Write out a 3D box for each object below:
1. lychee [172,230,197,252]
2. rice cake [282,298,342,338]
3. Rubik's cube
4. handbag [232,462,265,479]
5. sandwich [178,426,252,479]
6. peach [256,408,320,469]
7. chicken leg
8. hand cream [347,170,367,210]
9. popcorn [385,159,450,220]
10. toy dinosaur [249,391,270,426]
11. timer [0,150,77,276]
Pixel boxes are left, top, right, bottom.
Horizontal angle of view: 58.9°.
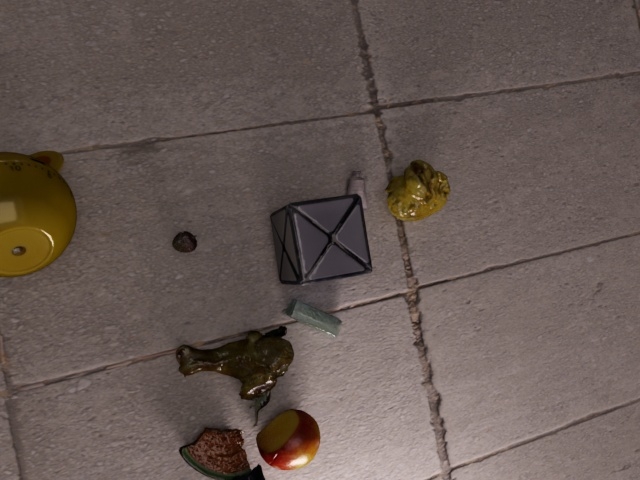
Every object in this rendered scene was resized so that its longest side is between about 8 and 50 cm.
[{"bbox_3d":[-0.426,0.006,1.792,0.083,0.068,0.067,-20,62,0],"label":"lychee"},{"bbox_3d":[-0.021,0.260,1.905,0.206,0.063,0.069,29,77,-14],"label":"rice cake"},{"bbox_3d":[0.000,0.000,1.828,0.259,0.260,0.255,-10,90,-20],"label":"Rubik's cube"},{"bbox_3d":[-0.158,0.872,1.680,0.118,0.269,0.326,-21,112,-18],"label":"handbag"},{"bbox_3d":[-0.329,0.670,1.781,0.234,0.079,0.159,9,74,-20],"label":"sandwich"},{"bbox_3d":[-0.101,0.629,1.796,0.192,0.190,0.190,15,82,-16],"label":"peach"},{"bbox_3d":[-0.259,0.400,1.790,0.360,0.140,0.212,-11,69,-8],"label":"chicken leg"},{"bbox_3d":[0.126,-0.174,1.993,0.084,0.053,0.142,-3,103,-17],"label":"hand cream"},{"bbox_3d":[0.340,-0.168,1.976,0.225,0.203,0.201,12,72,1],"label":"popcorn"},{"bbox_3d":[-0.193,0.517,1.850,0.058,0.037,0.180,32,84,-37],"label":"toy dinosaur"},{"bbox_3d":[-0.861,-0.096,1.546,0.376,0.376,0.387,-27,52,-17],"label":"timer"}]
